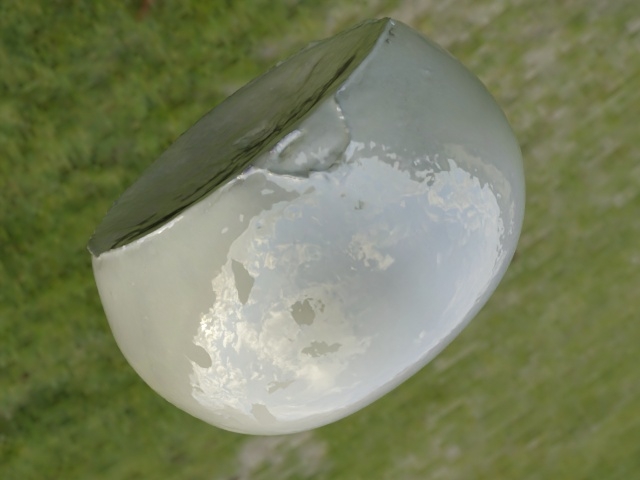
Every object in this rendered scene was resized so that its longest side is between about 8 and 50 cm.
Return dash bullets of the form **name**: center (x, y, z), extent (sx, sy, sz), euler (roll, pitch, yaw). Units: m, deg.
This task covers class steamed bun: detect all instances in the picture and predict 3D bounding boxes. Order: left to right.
- **steamed bun**: center (0.000, 0.000, 1.220), extent (0.324, 0.206, 0.324), euler (-36, -167, 10)
